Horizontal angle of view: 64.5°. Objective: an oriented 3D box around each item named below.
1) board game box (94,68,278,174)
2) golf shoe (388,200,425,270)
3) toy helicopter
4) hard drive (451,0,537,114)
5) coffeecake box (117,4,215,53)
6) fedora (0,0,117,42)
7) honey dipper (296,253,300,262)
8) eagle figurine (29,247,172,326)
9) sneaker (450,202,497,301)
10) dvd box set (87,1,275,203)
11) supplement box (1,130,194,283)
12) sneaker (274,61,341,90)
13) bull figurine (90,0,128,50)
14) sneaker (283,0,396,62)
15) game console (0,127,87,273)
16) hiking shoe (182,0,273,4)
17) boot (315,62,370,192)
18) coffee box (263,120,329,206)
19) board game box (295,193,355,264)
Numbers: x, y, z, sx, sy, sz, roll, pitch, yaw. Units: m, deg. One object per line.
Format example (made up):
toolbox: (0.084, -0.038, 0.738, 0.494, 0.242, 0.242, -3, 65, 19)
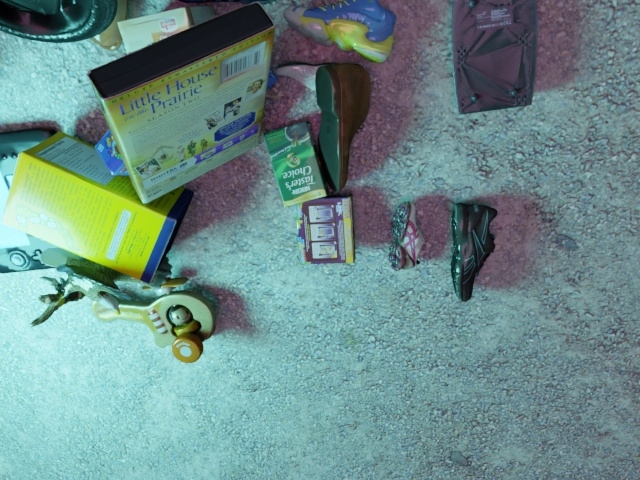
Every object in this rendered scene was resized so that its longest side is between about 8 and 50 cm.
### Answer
board game box: (-0.283, -0.277, 1.098, 0.347, 0.233, 0.078, -39, 81, 21)
golf shoe: (0.222, -0.014, 1.279, 0.085, 0.067, 0.186, -8, 118, -20)
toy helicopter: (-0.467, 0.190, 1.409, 0.354, 0.140, 0.235, 6, 114, 5)
hard drive: (0.362, -0.406, 1.069, 0.171, 0.054, 0.255, -6, 115, 9)
coffeecake box: (-0.306, -0.437, 1.051, 0.142, 0.185, 0.068, -7, 115, 10)
fedora: (-0.533, -0.513, 0.935, 0.333, 0.334, 0.153, -1, 78, 6)
honey dipper: (0.000, 0.000, 1.325, 0.030, 0.030, 0.160, 41, 109, -14)
eagle figurine: (-0.565, 0.100, 1.304, 0.298, 0.226, 0.225, -25, 142, 24)
sneaker: (0.380, 0.035, 1.260, 0.106, 0.101, 0.268, -3, 116, 5)
dvd box set: (-0.246, -0.237, 0.978, 0.307, 0.420, 0.062, -32, 81, -18)
supplement box: (-0.523, -0.081, 1.226, 0.356, 0.194, 0.195, 25, 113, -12)
sneaker: (-0.027, -0.366, 1.132, 0.152, 0.054, 0.061, 4, 119, 3)
bull figurine: (-0.460, -0.565, 1.055, 0.188, 0.101, 0.311, 23, 114, -1)
sneaker: (0.049, -0.470, 1.067, 0.240, 0.091, 0.126, 21, 98, -4)
game console: (-0.806, -0.095, 1.346, 0.341, 0.060, 0.387, -4, 116, 8)
hiking shoe: (-0.179, -0.528, 1.023, 0.303, 0.132, 0.113, -6, 115, 9)
boot: (0.059, -0.249, 1.157, 0.115, 0.112, 0.305, -19, 131, -23)
coffee box: (-0.056, -0.180, 1.208, 0.113, 0.040, 0.184, -13, 99, 12)
board game box: (0.014, -0.028, 1.275, 0.141, 0.048, 0.170, -2, 103, 9)
